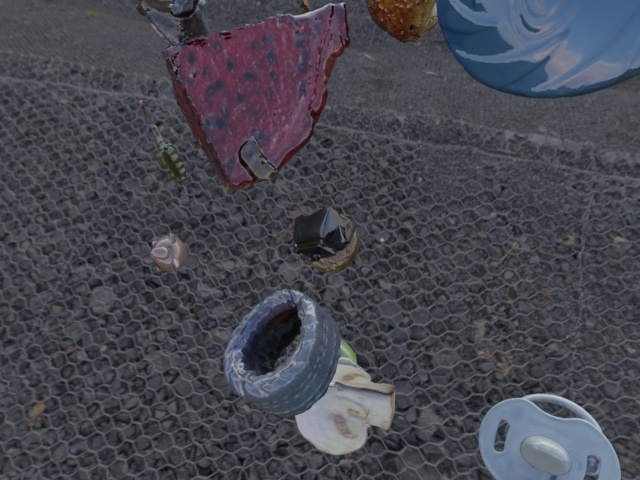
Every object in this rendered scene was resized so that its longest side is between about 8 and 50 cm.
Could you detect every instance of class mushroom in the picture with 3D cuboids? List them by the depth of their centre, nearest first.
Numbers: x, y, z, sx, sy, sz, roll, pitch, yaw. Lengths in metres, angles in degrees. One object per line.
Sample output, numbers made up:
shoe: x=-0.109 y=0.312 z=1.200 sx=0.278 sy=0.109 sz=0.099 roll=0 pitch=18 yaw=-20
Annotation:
mushroom: x=0.052 y=0.394 z=1.028 sx=0.236 sy=0.162 sz=0.173 roll=11 pitch=100 yaw=3

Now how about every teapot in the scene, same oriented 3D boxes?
teapot: x=0.000 y=0.000 z=0.903 sx=0.177 sy=0.087 sz=0.096 roll=-12 pitch=56 yaw=48

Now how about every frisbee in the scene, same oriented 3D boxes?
frisbee: x=0.230 y=-0.280 z=0.385 sx=0.289 sy=0.049 sz=0.289 roll=4 pitch=95 yaw=43

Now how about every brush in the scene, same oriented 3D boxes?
brush: x=-0.544 y=-0.332 z=1.444 sx=0.071 sy=0.301 sz=0.084 roll=-22 pitch=42 yaw=-5

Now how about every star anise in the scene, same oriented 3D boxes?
star anise: x=-0.268 y=-0.457 z=0.690 sx=0.139 sy=0.359 sz=0.316 roll=-39 pitch=110 yaw=-8

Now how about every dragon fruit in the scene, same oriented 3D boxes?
dragon fruit: x=-0.086 y=-0.245 z=0.646 sx=0.330 sy=0.240 sz=0.302 roll=-35 pitch=66 yaw=8

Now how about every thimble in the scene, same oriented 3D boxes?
thimble: x=-0.070 y=0.229 z=0.868 sx=0.205 sy=0.172 sz=0.236 roll=3 pitch=59 yaw=32

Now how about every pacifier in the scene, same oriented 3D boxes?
pacifier: x=0.480 y=0.443 z=0.909 sx=0.279 sy=0.207 sz=0.227 roll=11 pitch=76 yaw=35

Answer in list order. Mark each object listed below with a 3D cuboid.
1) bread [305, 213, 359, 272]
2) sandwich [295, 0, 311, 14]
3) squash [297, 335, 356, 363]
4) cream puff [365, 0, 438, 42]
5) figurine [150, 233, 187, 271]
bread: x=0.039 y=0.004 z=1.591 sx=0.230 sy=0.123 sz=0.230 roll=4 pitch=105 yaw=16
sandwich: x=-0.049 y=-0.632 z=1.118 sx=0.026 sy=0.069 sz=0.101 roll=-16 pitch=65 yaw=16
squash: x=-0.016 y=0.368 z=1.587 sx=0.370 sy=0.118 sz=0.118 roll=35 pitch=75 yaw=29
cream puff: x=0.161 y=-0.433 z=0.650 sx=0.240 sy=0.240 sz=0.164 roll=-40 pitch=83 yaw=-10
figurine: x=-0.503 y=0.044 z=1.403 sx=0.125 sy=0.138 sz=0.125 roll=5 pitch=81 yaw=-30
